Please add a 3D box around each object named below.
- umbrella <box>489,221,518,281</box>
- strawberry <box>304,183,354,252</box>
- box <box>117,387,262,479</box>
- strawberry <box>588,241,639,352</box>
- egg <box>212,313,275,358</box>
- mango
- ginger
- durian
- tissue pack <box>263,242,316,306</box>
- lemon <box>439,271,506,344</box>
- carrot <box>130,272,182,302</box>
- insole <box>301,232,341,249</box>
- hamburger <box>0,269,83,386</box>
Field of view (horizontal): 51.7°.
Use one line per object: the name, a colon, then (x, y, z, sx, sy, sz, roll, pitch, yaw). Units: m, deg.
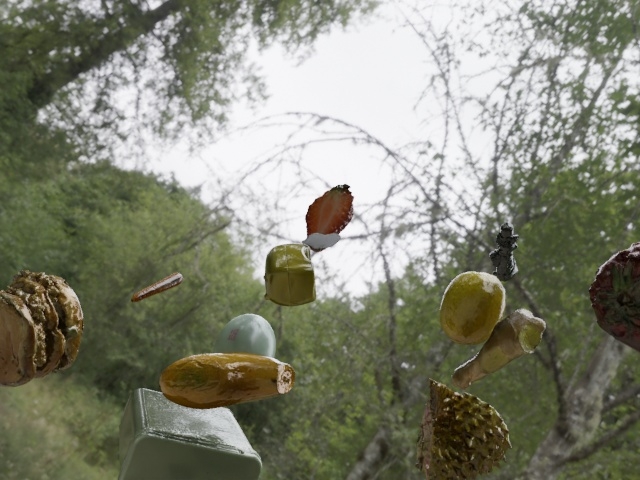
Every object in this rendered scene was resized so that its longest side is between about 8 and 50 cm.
umbrella: (0.545, 0.031, 1.969, 0.071, 0.080, 0.224, 42, -22, 37)
strawberry: (0.037, -0.061, 2.079, 0.175, 0.236, 0.107, 33, -7, 46)
box: (-0.377, 0.574, 1.840, 0.352, 0.177, 0.344, 19, 3, -20)
strawberry: (0.729, 0.119, 1.384, 0.274, 0.221, 0.273, 32, -52, 53)
egg: (-0.233, 0.347, 1.985, 0.183, 0.264, 0.182, 14, -27, 7)
mango: (-0.247, 0.369, 1.751, 0.187, 0.360, 0.143, -166, -106, -80)
ginger: (0.414, 0.267, 1.589, 0.086, 0.131, 0.294, 31, -55, -19)
durian: (0.322, 0.455, 1.479, 0.196, 0.185, 0.304, 6, -67, 5)
tissue pack: (-0.079, 0.082, 1.622, 0.178, 0.127, 0.123, -106, -167, -67)
lemon: (0.395, 0.179, 1.719, 0.170, 0.207, 0.170, 19, 7, -2)
carrot: (-0.455, 0.131, 1.836, 0.037, 0.190, 0.037, 11, -69, 30)
insole: (0.000, 0.000, 1.612, 0.004, 0.064, 0.188, 57, -16, -16)
hamburger: (-0.665, 0.189, 1.504, 0.245, 0.211, 0.260, -37, -104, 30)
